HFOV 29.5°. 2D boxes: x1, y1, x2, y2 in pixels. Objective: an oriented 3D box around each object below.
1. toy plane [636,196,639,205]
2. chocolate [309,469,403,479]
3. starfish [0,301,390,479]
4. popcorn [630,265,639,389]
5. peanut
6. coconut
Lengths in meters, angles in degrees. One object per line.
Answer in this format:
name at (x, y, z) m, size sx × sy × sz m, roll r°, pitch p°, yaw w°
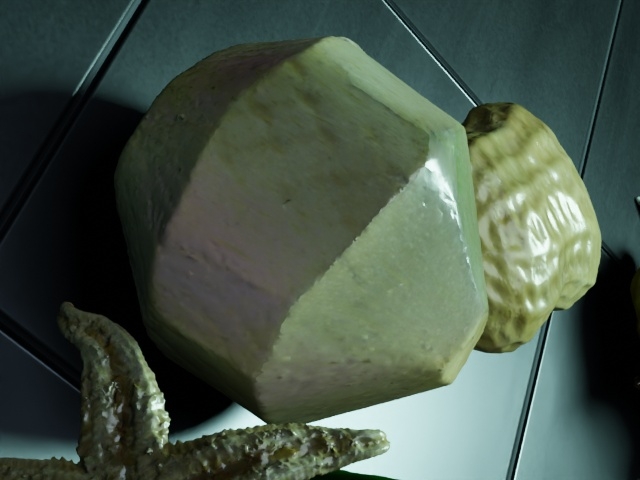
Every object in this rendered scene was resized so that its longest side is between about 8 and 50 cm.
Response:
toy plane at (0.448, 0.025, 1.340) m, size 0.082 × 0.160 × 0.234 m, roll -35°, pitch 83°, yaw -14°
chocolate at (0.006, 0.353, 0.701) m, size 0.341 × 0.161 × 0.360 m, roll 57°, pitch 43°, yaw -12°
starfish at (-0.099, 0.113, 0.652) m, size 0.247 × 0.050 × 0.138 m, roll 23°, pitch 65°, yaw 7°
popcorn at (0.408, 0.108, 1.219) m, size 0.190 × 0.191 × 0.254 m, roll 69°, pitch 26°, yaw -60°
peanut at (0.149, -0.011, 1.039) m, size 0.233 × 0.110 × 0.197 m, roll -33°, pitch 99°, yaw -50°
coconut at (0.000, 0.000, 0.792) m, size 0.259 × 0.259 × 0.259 m, roll 20°, pitch 61°, yaw -41°
